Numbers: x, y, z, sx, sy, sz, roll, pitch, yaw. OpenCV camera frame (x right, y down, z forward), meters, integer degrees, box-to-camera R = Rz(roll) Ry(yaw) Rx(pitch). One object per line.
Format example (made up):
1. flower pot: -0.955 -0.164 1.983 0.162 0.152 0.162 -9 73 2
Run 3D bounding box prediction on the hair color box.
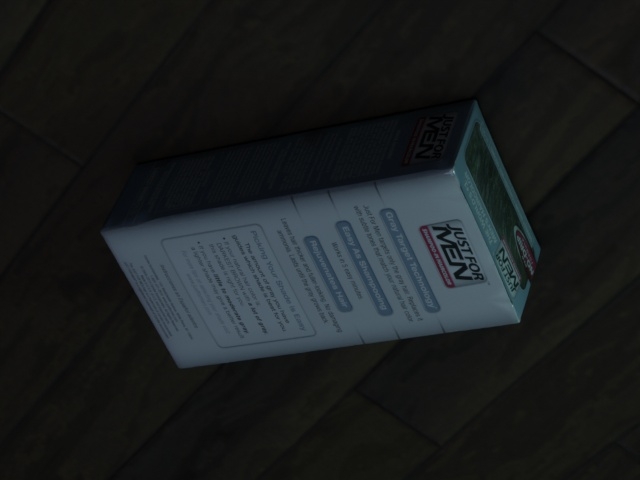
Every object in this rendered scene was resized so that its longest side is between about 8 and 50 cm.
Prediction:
1. hair color box: 0.000 0.000 1.892 0.374 0.113 0.185 -9 126 26
